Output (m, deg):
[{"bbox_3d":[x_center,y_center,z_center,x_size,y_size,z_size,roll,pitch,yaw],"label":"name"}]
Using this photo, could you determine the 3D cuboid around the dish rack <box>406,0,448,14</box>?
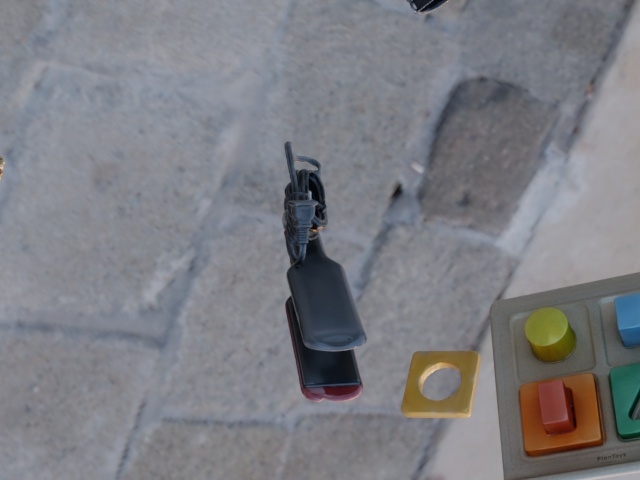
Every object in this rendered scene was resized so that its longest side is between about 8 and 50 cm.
[{"bbox_3d":[0.114,-0.300,1.149,0.208,0.074,0.271,-37,168,21],"label":"dish rack"}]

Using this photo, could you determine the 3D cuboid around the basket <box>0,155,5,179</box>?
[{"bbox_3d":[-0.544,-0.068,1.459,0.223,0.299,0.213,64,45,-79],"label":"basket"}]

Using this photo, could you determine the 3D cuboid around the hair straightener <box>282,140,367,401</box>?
[{"bbox_3d":[0.000,0.000,0.874,0.047,0.230,0.089,1,127,-4],"label":"hair straightener"}]

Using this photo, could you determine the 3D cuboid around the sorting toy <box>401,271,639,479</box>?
[{"bbox_3d":[0.226,0.102,1.063,0.348,0.196,0.047,-13,138,17],"label":"sorting toy"}]
